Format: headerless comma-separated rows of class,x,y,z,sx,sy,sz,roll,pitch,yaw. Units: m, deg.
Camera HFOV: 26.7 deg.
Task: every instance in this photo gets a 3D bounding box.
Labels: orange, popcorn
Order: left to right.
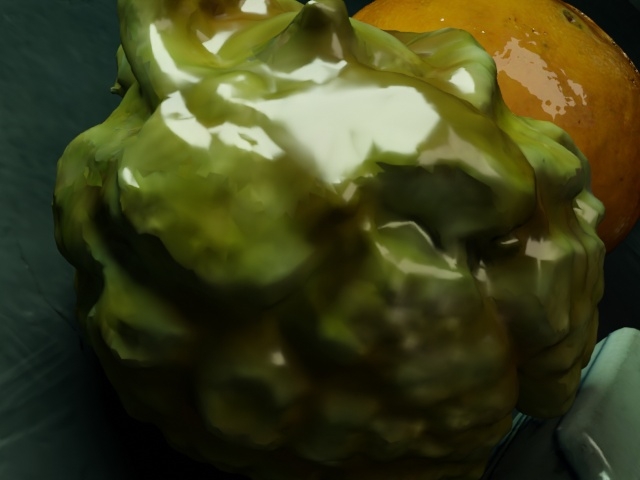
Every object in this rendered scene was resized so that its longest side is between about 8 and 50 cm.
popcorn,-0.009,-0.002,0.762,0.335,0.274,0.279,10,63,16
orange,0.134,-0.093,1.090,0.284,0.226,0.284,28,27,-16

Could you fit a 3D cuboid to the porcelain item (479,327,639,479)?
porcelain item,0.226,0.218,0.856,0.281,0.157,0.286,43,30,4
